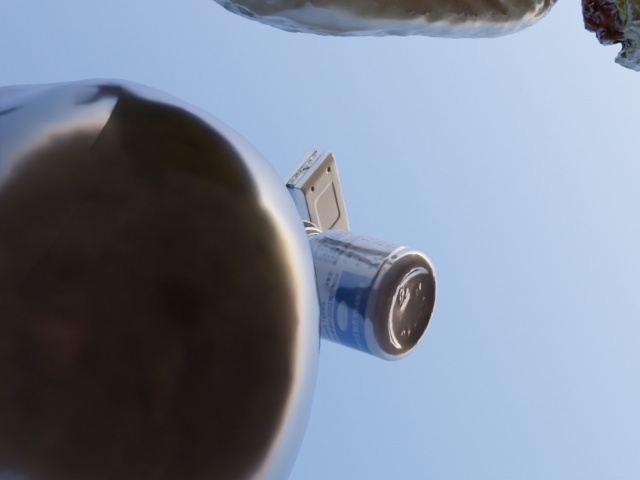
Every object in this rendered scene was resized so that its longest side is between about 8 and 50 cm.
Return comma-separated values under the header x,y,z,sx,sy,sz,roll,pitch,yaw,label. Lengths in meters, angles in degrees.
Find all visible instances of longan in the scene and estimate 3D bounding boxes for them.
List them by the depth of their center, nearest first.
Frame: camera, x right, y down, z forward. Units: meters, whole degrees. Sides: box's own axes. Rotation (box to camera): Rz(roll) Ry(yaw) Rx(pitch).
x,y,z,sx,sy,sz,roll,pitch,yaw,label
-0.144,0.059,0.593,0.319,0.319,0.318,4,-97,-36,longan

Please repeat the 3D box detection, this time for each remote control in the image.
x,y,z,sx,sy,sz,roll,pitch,yaw,label
0.000,0.000,1.493,0.103,0.056,0.277,-53,-39,-41,remote control

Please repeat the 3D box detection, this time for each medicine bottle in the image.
x,y,z,sx,sy,sz,roll,pitch,yaw,label
0.013,0.041,0.865,0.105,0.168,0.105,-24,-59,-48,medicine bottle

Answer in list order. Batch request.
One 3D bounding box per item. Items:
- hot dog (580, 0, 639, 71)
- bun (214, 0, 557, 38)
x,y,z,sx,sy,sz,roll,pitch,yaw,label
0.302,-0.218,0.740,0.213,0.103,0.146,-25,-73,-4,hot dog
0.038,-0.292,0.631,0.352,0.227,0.349,-52,-47,-1,bun
